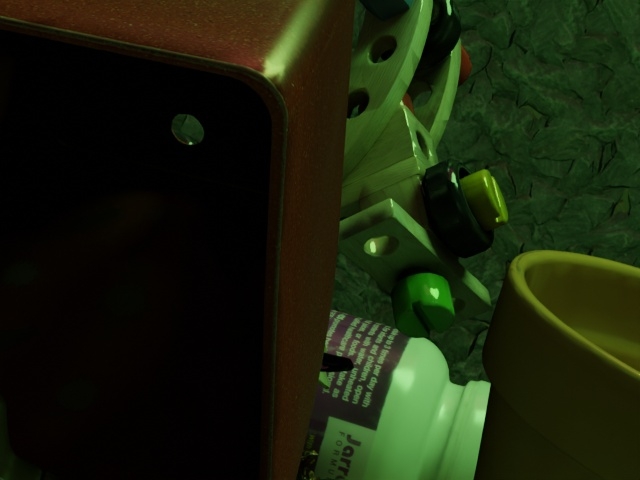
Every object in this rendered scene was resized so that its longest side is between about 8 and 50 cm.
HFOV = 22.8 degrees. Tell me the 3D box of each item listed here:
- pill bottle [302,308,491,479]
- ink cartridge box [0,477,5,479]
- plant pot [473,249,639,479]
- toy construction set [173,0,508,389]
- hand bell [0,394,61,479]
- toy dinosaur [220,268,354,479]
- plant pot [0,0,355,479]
[{"bbox_3d":[0.002,0.141,1.281,0.301,0.169,0.169,16,-3,9],"label":"pill bottle"},{"bbox_3d":[-0.160,0.094,0.466,0.139,0.082,0.190,22,-5,-40],"label":"ink cartridge box"},{"bbox_3d":[0.209,0.157,0.943,0.291,0.203,0.291,20,16,-6],"label":"plant pot"},{"bbox_3d":[0.000,0.000,1.007,0.257,0.237,0.309,-15,-34,-5],"label":"toy construction set"},{"bbox_3d":[-0.106,0.110,0.653,0.242,0.126,0.126,25,-4,-13],"label":"hand bell"},{"bbox_3d":[-0.106,0.102,0.929,0.218,0.164,0.322,-14,-1,34],"label":"toy dinosaur"},{"bbox_3d":[-0.106,-0.041,0.743,0.267,0.267,0.236,14,37,14],"label":"plant pot"}]
